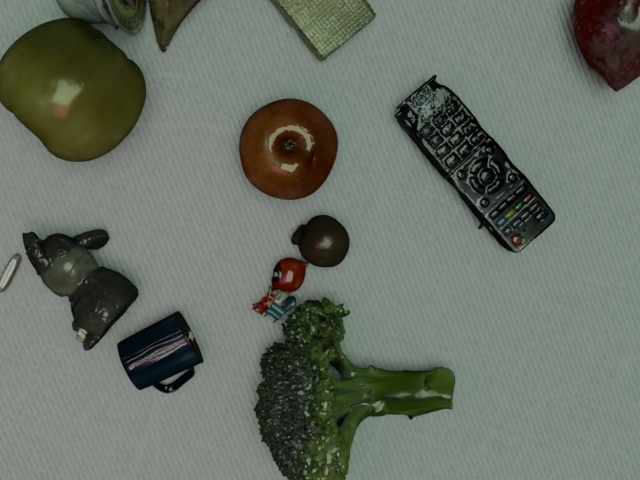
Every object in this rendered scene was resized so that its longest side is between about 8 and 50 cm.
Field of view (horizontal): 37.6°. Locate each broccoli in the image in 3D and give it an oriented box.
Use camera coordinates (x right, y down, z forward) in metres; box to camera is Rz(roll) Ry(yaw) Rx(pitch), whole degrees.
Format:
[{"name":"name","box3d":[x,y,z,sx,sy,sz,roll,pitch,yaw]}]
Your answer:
[{"name":"broccoli","box3d":[0.060,0.358,1.906,0.397,0.275,0.353,26,110,-28]}]

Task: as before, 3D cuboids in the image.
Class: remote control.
[{"name":"remote control","box3d":[0.313,-0.151,1.943,0.145,0.062,0.398,-41,99,-1]}]

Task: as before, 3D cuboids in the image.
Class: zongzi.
[{"name":"zongzi","box3d":[-0.257,-0.483,1.845,0.195,0.099,0.197,-20,123,-16]}]

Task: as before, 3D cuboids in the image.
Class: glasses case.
[{"name":"glasses case","box3d":[-0.618,0.065,1.866,0.021,0.032,0.083,27,92,-5]}]

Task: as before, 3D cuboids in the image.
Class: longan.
[{"name":"longan","box3d":[0.000,0.000,1.905,0.119,0.106,0.106,14,93,14]}]

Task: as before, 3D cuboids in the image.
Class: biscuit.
[{"name":"biscuit","box3d":[-0.023,-0.498,1.881,0.150,0.052,0.252,-42,100,-6]}]

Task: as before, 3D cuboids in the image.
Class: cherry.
[{"name":"cherry","box3d":[0.605,-0.426,1.900,0.192,0.175,0.249,0,96,3]}]

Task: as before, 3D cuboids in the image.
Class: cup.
[{"name":"cup","box3d":[-0.314,0.237,1.876,0.138,0.113,0.150,-26,95,-2]}]

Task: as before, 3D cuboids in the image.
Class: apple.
[{"name":"apple","box3d":[-0.462,-0.281,1.748,0.263,0.262,0.262,-1,95,-7]},{"name":"apple","box3d":[-0.061,-0.179,1.847,0.201,0.162,0.201,-1,96,-5]}]

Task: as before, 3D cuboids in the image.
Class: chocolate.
[{"name":"chocolate","box3d":[-0.431,-0.491,1.782,0.147,0.221,0.221,2,95,11]}]

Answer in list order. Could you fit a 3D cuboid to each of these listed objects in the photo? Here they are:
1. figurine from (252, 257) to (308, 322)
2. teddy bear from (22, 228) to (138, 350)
[{"name":"figurine","box3d":[-0.075,0.096,1.915,0.075,0.068,0.140,32,92,-6]},{"name":"teddy bear","box3d":[-0.462,0.071,1.845,0.171,0.144,0.251,-33,81,-37]}]
